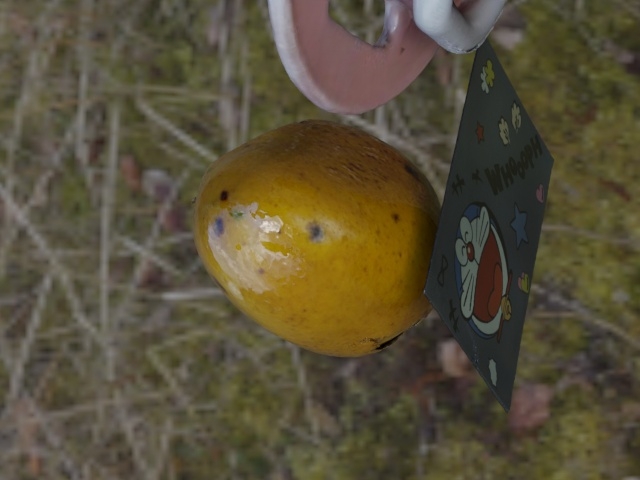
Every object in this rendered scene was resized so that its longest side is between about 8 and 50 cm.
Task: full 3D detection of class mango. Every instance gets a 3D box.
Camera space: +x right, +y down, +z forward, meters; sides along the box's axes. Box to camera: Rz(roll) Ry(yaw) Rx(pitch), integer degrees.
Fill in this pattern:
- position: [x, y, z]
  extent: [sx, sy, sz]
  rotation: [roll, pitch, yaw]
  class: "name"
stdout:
- position: [0.000, 0.000, 1.378]
  extent: [0.160, 0.290, 0.191]
  rotation: [-46, 76, 15]
  class: "mango"

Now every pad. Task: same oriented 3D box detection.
- position: [0.132, -0.016, 1.379]
  extent: [0.006, 0.170, 0.245]
  rotation: [-6, 51, 29]
  class: "pad"

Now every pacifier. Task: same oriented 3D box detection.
- position: [0.036, -0.237, 1.029]
  extent: [0.220, 0.273, 0.332]
  rotation: [-161, 88, -81]
  class: "pacifier"
